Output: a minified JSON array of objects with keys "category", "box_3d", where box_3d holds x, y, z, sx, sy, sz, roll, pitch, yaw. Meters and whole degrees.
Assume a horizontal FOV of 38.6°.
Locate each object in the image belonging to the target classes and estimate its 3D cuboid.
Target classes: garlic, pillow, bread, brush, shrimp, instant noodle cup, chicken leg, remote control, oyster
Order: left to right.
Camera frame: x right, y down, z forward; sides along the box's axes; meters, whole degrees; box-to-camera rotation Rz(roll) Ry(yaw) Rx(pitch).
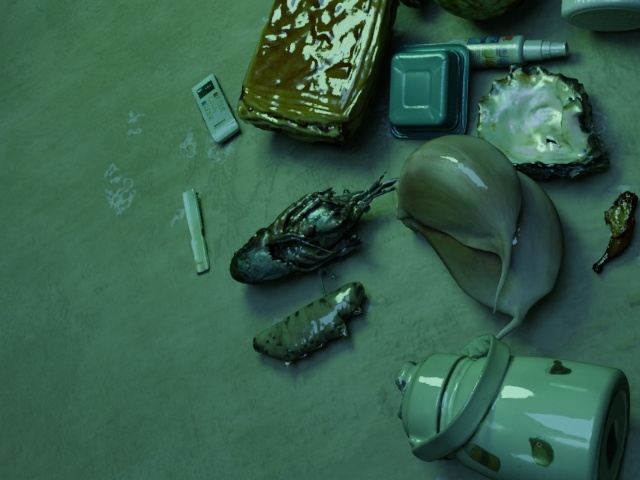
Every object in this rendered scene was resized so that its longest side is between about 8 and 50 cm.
[{"category":"brush","box_3d":[-0.252,-0.019,1.869,0.033,0.030,0.179,-15,75,12]},{"category":"remote control","box_3d":[-0.224,-0.280,1.951,0.065,0.029,0.166,-35,55,12]},{"category":"pillow","box_3d":[-0.016,0.163,1.668,0.241,0.051,0.093,-29,56,13]},{"category":"shrimp","box_3d":[-0.002,0.001,1.689,0.372,0.137,0.172,-25,98,24]},{"category":"bread","box_3d":[0.012,-0.348,1.781,0.277,0.167,0.325,14,87,29]},{"category":"instant noodle cup","box_3d":[0.192,-0.277,1.693,0.157,0.070,0.179,4,95,29]},{"category":"garlic","box_3d":[0.261,-0.026,1.503,0.246,0.231,0.340,-29,55,10]},{"category":"oyster","box_3d":[0.391,-0.201,1.591,0.259,0.092,0.198,34,88,41]},{"category":"chicken leg","box_3d":[0.486,-0.015,1.500,0.062,0.037,0.145,2,70,50]}]

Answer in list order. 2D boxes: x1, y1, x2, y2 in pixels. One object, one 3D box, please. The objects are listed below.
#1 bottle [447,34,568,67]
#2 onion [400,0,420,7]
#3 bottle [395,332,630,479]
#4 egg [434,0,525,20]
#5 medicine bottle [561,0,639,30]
[{"category":"bottle","box_3d":[0.344,-0.346,1.681,0.217,0.060,0.060,5,74,28]},{"category":"onion","box_3d":[0.082,-0.639,1.762,0.398,0.398,0.420,-29,78,14]},{"category":"bottle","box_3d":[0.274,0.260,1.394,0.351,0.229,0.229,9,75,30]},{"category":"egg","box_3d":[0.309,-0.538,1.670,0.238,0.238,0.289,31,64,32]},{"category":"medicine bottle","box_3d":[0.506,-0.569,1.560,0.242,0.242,0.395,5,84,27]}]
